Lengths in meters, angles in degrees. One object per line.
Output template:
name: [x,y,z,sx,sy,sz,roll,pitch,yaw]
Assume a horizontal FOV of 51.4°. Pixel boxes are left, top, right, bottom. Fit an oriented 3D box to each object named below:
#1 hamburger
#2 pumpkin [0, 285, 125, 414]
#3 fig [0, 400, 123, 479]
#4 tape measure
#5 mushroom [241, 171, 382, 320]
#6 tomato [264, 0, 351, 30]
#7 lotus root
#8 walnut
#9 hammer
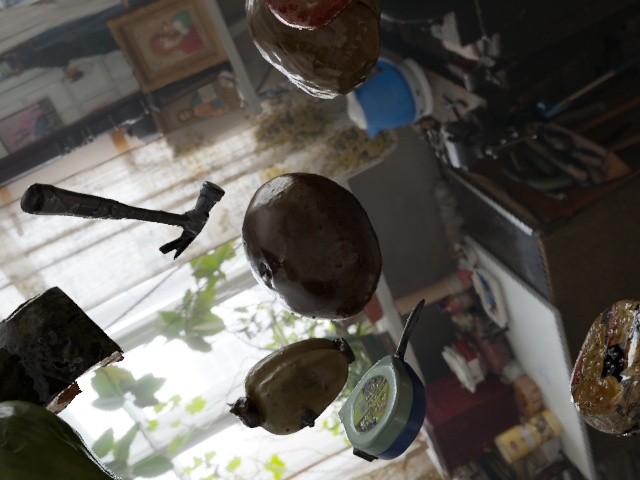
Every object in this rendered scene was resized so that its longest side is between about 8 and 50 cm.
hamburger: [0.499,0.209,1.090,0.106,0.231,0.231,25,-179,-12]
pumpkin: [-0.629,0.278,1.543,0.225,0.303,0.256,45,-178,8]
fig: [-0.458,0.381,1.104,0.233,0.314,0.233,-5,-90,-77]
tape measure: [0.176,0.317,1.461,0.098,0.351,0.215,27,-166,-20]
mushroom: [0.004,0.019,1.471,0.356,0.334,0.331,-4,-112,-50]
tomato: [-0.021,-0.564,1.405,0.232,0.232,0.188,60,-164,20]
lotus root: [-0.049,0.276,1.247,0.154,0.257,0.140,49,159,34]
walnut: [-0.016,-0.565,1.720,0.398,0.308,0.354,39,-152,-20]
hammer: [-0.290,-0.051,1.028,0.044,0.152,0.427,35,-173,19]
